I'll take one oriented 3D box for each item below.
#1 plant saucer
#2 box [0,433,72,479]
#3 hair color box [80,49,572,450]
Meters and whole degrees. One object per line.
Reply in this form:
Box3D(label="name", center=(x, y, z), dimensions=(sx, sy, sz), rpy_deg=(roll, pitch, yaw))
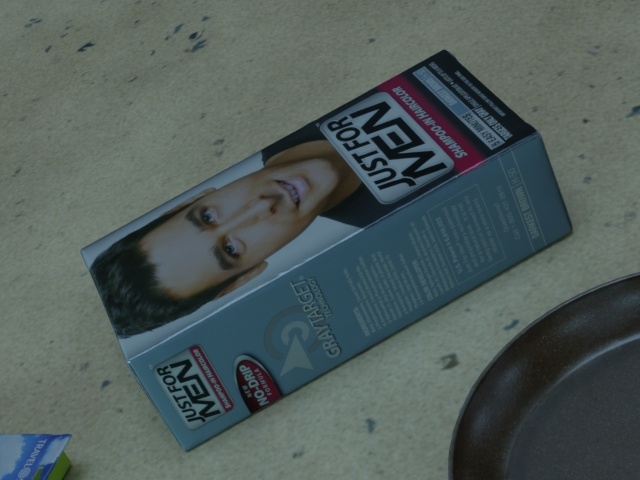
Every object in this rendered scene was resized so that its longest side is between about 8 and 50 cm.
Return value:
Box3D(label="plant saucer", center=(0.240, 0.136, 0.952), dimensions=(0.311, 0.050, 0.310), rpy_deg=(-17, 35, 13))
Box3D(label="box", center=(-0.291, 0.212, 1.188), dimensions=(0.178, 0.042, 0.109), rpy_deg=(-4, 41, 27))
Box3D(label="hair color box", center=(0.000, 0.000, 1.219), dimensions=(0.374, 0.113, 0.185), rpy_deg=(-30, 35, -4))
